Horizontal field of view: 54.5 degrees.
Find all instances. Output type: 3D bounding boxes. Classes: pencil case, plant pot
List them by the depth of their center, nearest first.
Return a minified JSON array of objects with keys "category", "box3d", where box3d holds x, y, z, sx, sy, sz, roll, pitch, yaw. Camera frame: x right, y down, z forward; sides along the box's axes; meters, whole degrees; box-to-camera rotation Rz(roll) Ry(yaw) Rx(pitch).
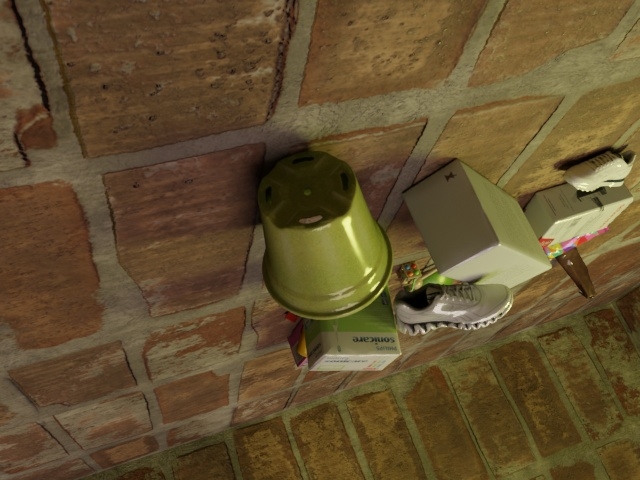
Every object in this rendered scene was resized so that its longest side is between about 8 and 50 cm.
[{"category":"plant pot","box3d":[-0.006,-0.024,1.196,0.276,0.276,0.253,-20,146,-3]},{"category":"pencil case","box3d":[0.859,-0.022,2.131,0.236,0.104,0.104,-32,155,20]}]

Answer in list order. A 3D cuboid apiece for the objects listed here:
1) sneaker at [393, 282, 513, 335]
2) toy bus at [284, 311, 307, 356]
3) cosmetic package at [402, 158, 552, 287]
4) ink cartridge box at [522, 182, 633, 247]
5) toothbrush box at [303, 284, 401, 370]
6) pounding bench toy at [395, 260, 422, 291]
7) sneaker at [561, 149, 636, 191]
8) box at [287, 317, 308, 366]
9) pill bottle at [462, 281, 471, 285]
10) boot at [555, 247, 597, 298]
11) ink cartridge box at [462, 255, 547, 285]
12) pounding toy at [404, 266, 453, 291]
[{"category":"sneaker","box3d":[0.318,0.151,1.509,0.292,0.110,0.118,-13,132,12]},{"category":"toy bus","box3d":[-0.005,0.275,1.916,0.191,0.104,0.202,-22,118,22]},{"category":"cosmetic package","box3d":[0.409,-0.019,1.571,0.162,0.230,0.453,-32,154,25]},{"category":"ink cartridge box","box3d":[0.755,-0.088,1.868,0.273,0.114,0.197,-16,156,-12]},{"category":"toothbrush box","box3d":[0.067,0.180,1.592,0.206,0.283,0.122,3,148,-21]},{"category":"pounding bench toy","box3d":[0.284,0.117,1.947,0.052,0.083,0.065,-13,156,-20]},{"category":"sneaker","box3d":[0.754,-0.197,1.687,0.235,0.090,0.094,-13,143,-29]},{"category":"box","box3d":[0.039,0.326,2.155,0.243,0.117,0.213,-10,155,-27]},{"category":"pill bottle","box3d":[0.551,0.112,2.158,0.094,0.094,0.169,-15,156,-15]},{"category":"boot","box3d":[1.021,0.128,2.460,0.090,0.206,0.248,-33,155,24]},{"category":"ink cartridge box","box3d":[0.695,0.138,2.383,0.297,0.066,0.261,-14,155,-16]},{"category":"pounding toy","box3d":[0.390,0.169,2.124,0.183,0.110,0.237,-23,158,3]}]
